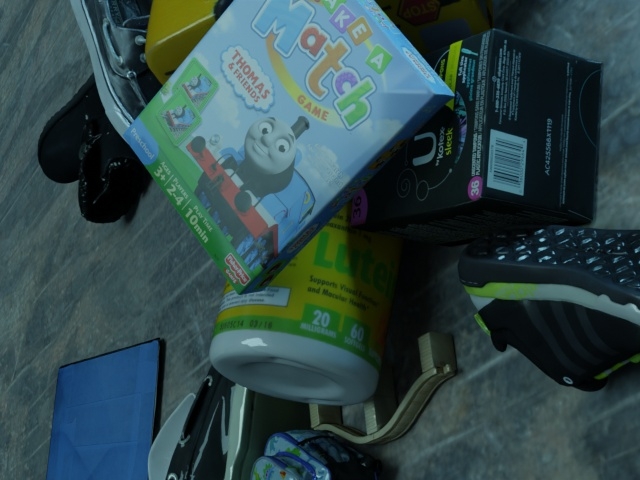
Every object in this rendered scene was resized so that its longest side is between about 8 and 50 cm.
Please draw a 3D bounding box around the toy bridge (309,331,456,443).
[{"bbox_3d":[0.050,0.133,0.912,0.188,0.026,0.063,-36,52,50],"label":"toy bridge"}]

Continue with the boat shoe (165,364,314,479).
[{"bbox_3d":[-0.096,0.251,1.007,0.113,0.127,0.340,2,79,49],"label":"boat shoe"}]

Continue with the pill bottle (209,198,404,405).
[{"bbox_3d":[0.000,0.000,0.912,0.136,0.136,0.246,-24,49,55],"label":"pill bottle"}]

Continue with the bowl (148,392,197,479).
[{"bbox_3d":[-0.126,0.247,1.147,0.142,0.053,0.142,-53,39,36],"label":"bowl"}]

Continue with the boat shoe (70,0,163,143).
[{"bbox_3d":[-0.214,-0.233,1.342,0.102,0.108,0.301,-42,65,48],"label":"boat shoe"}]

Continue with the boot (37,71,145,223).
[{"bbox_3d":[-0.330,-0.104,1.564,0.246,0.094,0.207,-44,41,36],"label":"boot"}]

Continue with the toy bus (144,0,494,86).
[{"bbox_3d":[0.023,-0.200,0.868,0.332,0.130,0.108,-13,50,21],"label":"toy bus"}]

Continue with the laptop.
[{"bbox_3d":[-0.388,0.339,1.397,0.382,0.408,0.236,-21,97,56],"label":"laptop"}]

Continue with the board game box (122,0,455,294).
[{"bbox_3d":[-0.030,-0.089,0.790,0.211,0.039,0.160,-45,73,24],"label":"board game box"}]

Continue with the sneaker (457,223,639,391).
[{"bbox_3d":[0.183,0.048,0.691,0.234,0.084,0.097,13,125,57],"label":"sneaker"}]

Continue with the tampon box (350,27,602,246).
[{"bbox_3d":[0.108,-0.068,0.803,0.161,0.101,0.121,-12,71,58],"label":"tampon box"}]

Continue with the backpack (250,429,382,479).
[{"bbox_3d":[-0.013,0.213,0.924,0.114,0.084,0.105,24,112,61],"label":"backpack"}]
